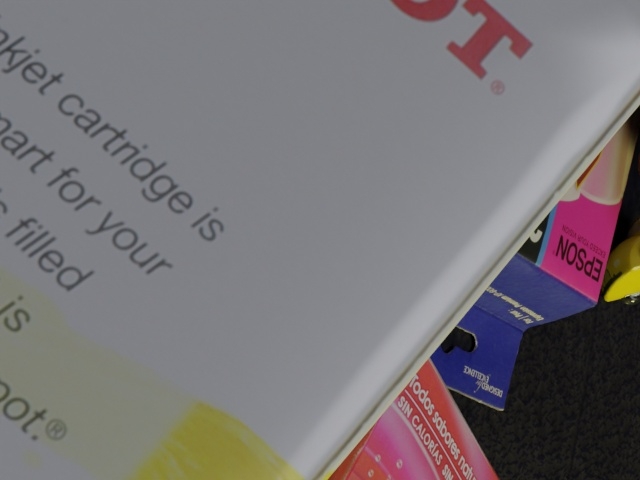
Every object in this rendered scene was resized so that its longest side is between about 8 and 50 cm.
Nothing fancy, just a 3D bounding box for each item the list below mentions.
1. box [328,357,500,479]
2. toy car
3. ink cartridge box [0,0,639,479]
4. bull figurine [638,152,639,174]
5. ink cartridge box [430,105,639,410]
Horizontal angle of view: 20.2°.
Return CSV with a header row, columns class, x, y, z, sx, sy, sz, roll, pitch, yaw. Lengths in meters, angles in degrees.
class,x,y,z,sx,sy,sz,roll,pitch,yaw
box,0.005,0.178,0.733,0.142,0.154,0.300,-59,136,-30
toy car,0.339,-0.019,1.362,0.239,0.225,0.053,11,48,-51
ink cartridge box,-0.136,0.003,0.474,0.279,0.160,0.385,42,78,-1
bull figurine,0.302,-0.127,1.297,0.310,0.101,0.188,-53,147,-54
ink cartridge box,0.143,-0.079,1.199,0.176,0.069,0.371,27,77,-50
